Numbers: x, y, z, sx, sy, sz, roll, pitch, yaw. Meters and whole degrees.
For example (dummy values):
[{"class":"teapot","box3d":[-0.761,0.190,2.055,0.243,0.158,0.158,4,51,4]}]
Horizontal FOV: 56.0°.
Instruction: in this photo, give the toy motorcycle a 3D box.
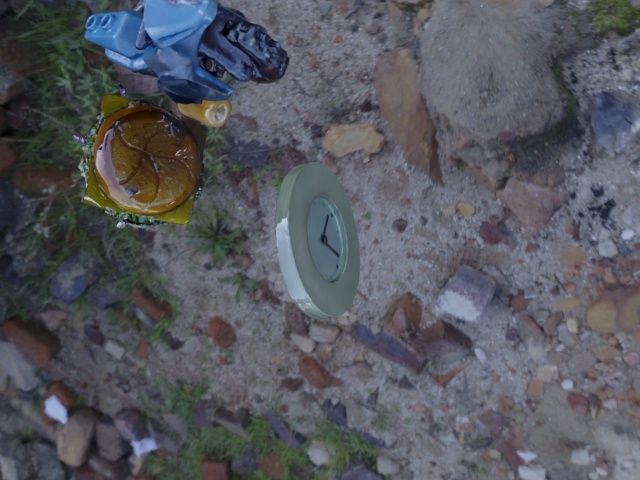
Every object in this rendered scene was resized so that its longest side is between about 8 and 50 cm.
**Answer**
[{"class":"toy motorcycle","box3d":[-0.244,-0.338,0.977,0.416,0.232,0.172,17,82,40]}]

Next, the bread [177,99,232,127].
[{"class":"bread","box3d":[-0.347,-0.393,1.759,0.074,0.239,0.093,32,88,-41]}]

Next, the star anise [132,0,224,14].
[{"class":"star anise","box3d":[-0.264,-0.467,1.202,0.207,0.172,0.063,13,124,2]}]

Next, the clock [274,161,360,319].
[{"class":"clock","box3d":[0.000,0.000,0.906,0.029,0.235,0.235,-9,108,26]}]

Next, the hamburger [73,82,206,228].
[{"class":"hamburger","box3d":[-0.332,-0.148,1.117,0.138,0.243,0.262,8,82,54]}]
